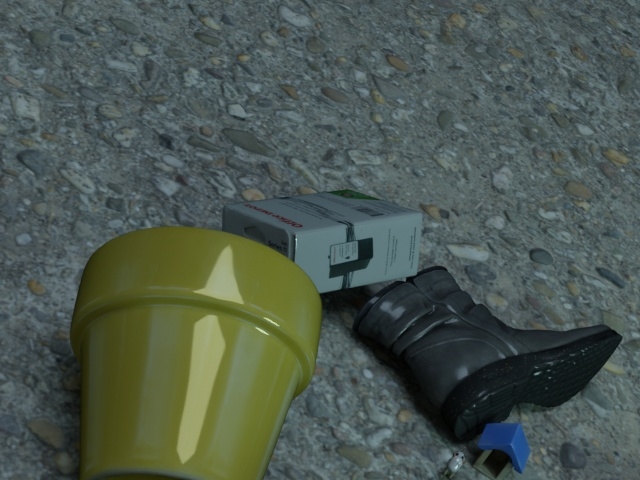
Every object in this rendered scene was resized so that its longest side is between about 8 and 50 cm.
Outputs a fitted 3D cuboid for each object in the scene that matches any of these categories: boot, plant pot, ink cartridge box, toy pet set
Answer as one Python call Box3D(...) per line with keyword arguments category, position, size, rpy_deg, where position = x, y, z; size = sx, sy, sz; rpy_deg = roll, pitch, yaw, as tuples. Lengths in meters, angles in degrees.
Box3D(category="boot", position=(0.221, 0.111, 1.573), size=(0.338, 0.118, 0.223), rpy_deg=(-8, 45, -43))
Box3D(category="plant pot", position=(-0.136, 0.152, 1.212), size=(0.254, 0.254, 0.239), rpy_deg=(18, 54, -13))
Box3D(category="ink cartridge box", position=(0.000, 0.000, 1.531), size=(0.208, 0.087, 0.153), rpy_deg=(-8, 20, -37))
Box3D(category="toy pet set", position=(0.209, 0.269, 1.415), size=(0.122, 0.065, 0.114), rpy_deg=(32, 38, 5))
